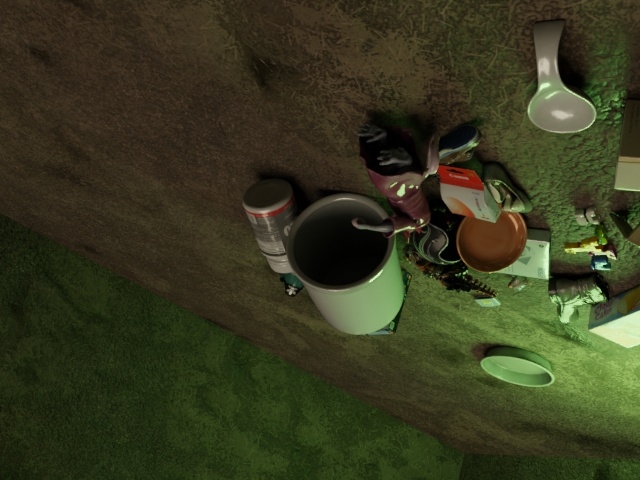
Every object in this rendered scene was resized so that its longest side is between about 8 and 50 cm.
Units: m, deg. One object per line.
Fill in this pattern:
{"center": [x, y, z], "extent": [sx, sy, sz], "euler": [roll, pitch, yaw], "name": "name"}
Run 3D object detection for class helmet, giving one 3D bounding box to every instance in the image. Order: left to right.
{"center": [0.339, -0.016, 1.851], "extent": [0.169, 0.169, 0.162], "euler": [14, 135, 13], "name": "helmet"}

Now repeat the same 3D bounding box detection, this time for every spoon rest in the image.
{"center": [0.472, -0.305, 1.302], "extent": [0.137, 0.084, 0.276], "euler": [3, 148, 32], "name": "spoon rest"}

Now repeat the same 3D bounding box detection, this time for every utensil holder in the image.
{"center": [0.093, 0.089, 2.055], "extent": [0.327, 0.328, 0.385], "euler": [11, 155, 18], "name": "utensil holder"}

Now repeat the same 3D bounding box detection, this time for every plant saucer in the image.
{"center": [0.466, -0.011, 1.784], "extent": [0.199, 0.200, 0.037], "euler": [27, -170, -13], "name": "plant saucer"}

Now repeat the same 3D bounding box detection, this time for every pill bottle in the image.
{"center": [-0.134, -0.042, 2.075], "extent": [0.161, 0.161, 0.283], "euler": [7, 136, 26], "name": "pill bottle"}

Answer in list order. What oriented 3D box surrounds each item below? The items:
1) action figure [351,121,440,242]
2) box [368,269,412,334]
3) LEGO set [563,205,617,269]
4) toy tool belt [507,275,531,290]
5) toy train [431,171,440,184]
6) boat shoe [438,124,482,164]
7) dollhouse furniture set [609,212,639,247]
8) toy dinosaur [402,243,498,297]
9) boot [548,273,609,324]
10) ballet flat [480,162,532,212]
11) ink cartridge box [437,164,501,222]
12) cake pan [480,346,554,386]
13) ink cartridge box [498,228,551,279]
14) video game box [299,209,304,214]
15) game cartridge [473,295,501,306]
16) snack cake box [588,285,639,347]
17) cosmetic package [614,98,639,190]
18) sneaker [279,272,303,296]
{"center": [0.221, -0.140, 1.667], "extent": [0.275, 0.248, 0.370], "euler": [-5, 139, 25], "name": "action figure"}
{"center": [0.224, 0.220, 2.301], "extent": [0.044, 0.233, 0.159], "euler": [38, 149, -31], "name": "box"}
{"center": [0.706, 0.011, 1.726], "extent": [0.093, 0.087, 0.227], "euler": [-3, 144, 39], "name": "LEGO set"}
{"center": [0.633, 0.139, 2.061], "extent": [0.051, 0.052, 0.083], "euler": [27, 155, 6], "name": "toy tool belt"}
{"center": [0.333, -0.159, 1.738], "extent": [0.036, 0.027, 0.158], "euler": [-9, 142, 40], "name": "toy train"}
{"center": [0.337, -0.228, 1.575], "extent": [0.066, 0.066, 0.183], "euler": [26, 164, -21], "name": "boat shoe"}
{"center": [0.826, -0.058, 1.577], "extent": [0.144, 0.123, 0.151], "euler": [27, 118, -13], "name": "dollhouse furniture set"}
{"center": [0.422, 0.089, 2.064], "extent": [0.321, 0.165, 0.218], "euler": [7, 172, -12], "name": "toy dinosaur"}
{"center": [0.809, 0.187, 2.000], "extent": [0.161, 0.084, 0.246], "euler": [-6, 145, 33], "name": "boot"}
{"center": [0.475, -0.114, 1.675], "extent": [0.072, 0.068, 0.213], "euler": [-8, 142, 45], "name": "ballet flat"}
{"center": [0.366, -0.121, 1.668], "extent": [0.145, 0.045, 0.179], "euler": [19, 163, 48], "name": "ink cartridge box"}
{"center": [0.800, 0.511, 2.640], "extent": [0.293, 0.054, 0.293], "euler": [16, 153, 9], "name": "cake pan"}
{"center": [0.561, 0.032, 1.915], "extent": [0.223, 0.045, 0.223], "euler": [8, 151, 24], "name": "ink cartridge box"}
{"center": [-0.062, -0.030, 2.221], "extent": [0.205, 0.048, 0.187], "euler": [13, 142, 15], "name": "video game box"}
{"center": [0.586, 0.213, 2.274], "extent": [0.056, 0.017, 0.083], "euler": [34, 151, -33], "name": "game cartridge"}
{"center": [0.955, 0.230, 1.959], "extent": [0.152, 0.089, 0.264], "euler": [22, 154, -7], "name": "snack cake box"}
{"center": [0.748, -0.175, 1.264], "extent": [0.309, 0.160, 0.113], "euler": [7, 150, 23], "name": "cosmetic package"}
{"center": [-0.095, 0.106, 2.293], "extent": [0.108, 0.121, 0.302], "euler": [22, -168, -4], "name": "sneaker"}
